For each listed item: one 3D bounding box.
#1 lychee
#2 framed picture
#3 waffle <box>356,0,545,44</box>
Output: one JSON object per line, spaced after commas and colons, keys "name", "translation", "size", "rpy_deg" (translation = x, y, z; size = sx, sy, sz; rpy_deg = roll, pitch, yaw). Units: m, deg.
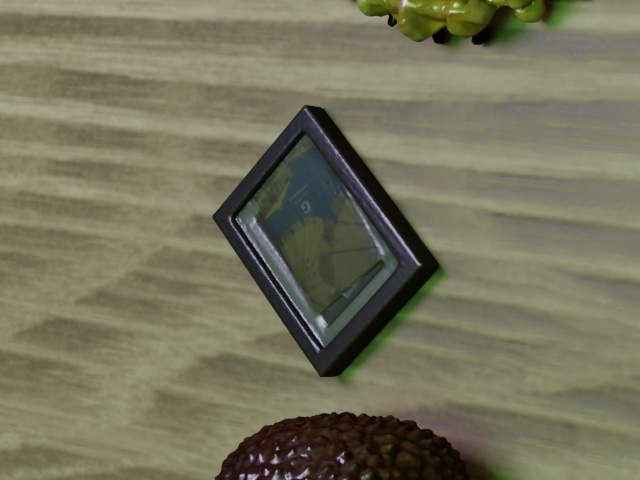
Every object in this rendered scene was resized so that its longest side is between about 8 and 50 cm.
{"name": "lychee", "translation": [0.011, 0.206, 1.370], "size": [0.194, 0.194, 0.194], "rpy_deg": [-3, 86, 38]}
{"name": "framed picture", "translation": [0.000, 0.000, 1.487], "size": [0.128, 0.023, 0.168], "rpy_deg": [-49, 61, 25]}
{"name": "waffle", "translation": [0.110, -0.295, 1.397], "size": [0.329, 0.062, 0.329], "rpy_deg": [-3, 86, 39]}
